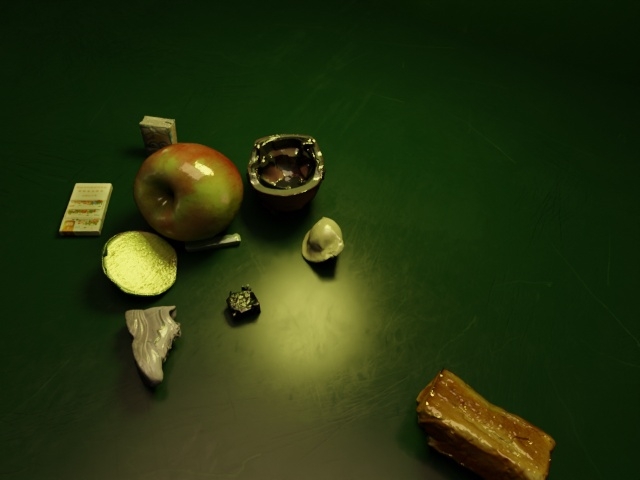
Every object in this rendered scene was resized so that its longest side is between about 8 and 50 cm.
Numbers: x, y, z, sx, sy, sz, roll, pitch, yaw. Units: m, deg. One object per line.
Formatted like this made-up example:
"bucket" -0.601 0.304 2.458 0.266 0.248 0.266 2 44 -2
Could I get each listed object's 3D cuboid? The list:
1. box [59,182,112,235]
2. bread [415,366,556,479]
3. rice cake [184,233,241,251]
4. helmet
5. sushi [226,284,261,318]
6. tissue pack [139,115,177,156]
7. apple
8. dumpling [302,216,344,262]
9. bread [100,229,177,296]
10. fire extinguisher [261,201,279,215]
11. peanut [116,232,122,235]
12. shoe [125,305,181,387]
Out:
"box" -0.782 -0.107 1.526 0.122 0.032 0.220 0 50 -9
"bread" 0.398 0.486 1.137 0.344 0.149 0.195 32 41 18
"rice cake" -0.354 0.005 1.499 0.180 0.030 0.042 -10 58 -16
"helmet" -0.120 -0.218 1.616 0.270 0.197 0.338 -6 53 -5
"sushi" -0.233 0.184 1.354 0.083 0.056 0.085 -24 58 -17
"tissue pack" -0.599 -0.381 1.705 0.115 0.155 0.065 9 47 0
"apple" -0.406 -0.156 1.452 0.319 0.319 0.277 26 24 13
"dumpling" 0.001 0.001 1.520 0.155 0.181 0.111 -38 100 -1
"bread" -0.538 0.070 1.365 0.228 0.033 0.228 23 46 -25
"fire extinguisher" -0.184 -0.118 1.637 0.083 0.022 0.028 37 16 21
"peanut" -0.614 0.036 1.405 0.076 0.076 0.152 1 47 -8
"shoe" -0.434 0.272 1.221 0.137 0.095 0.245 -17 48 -19
